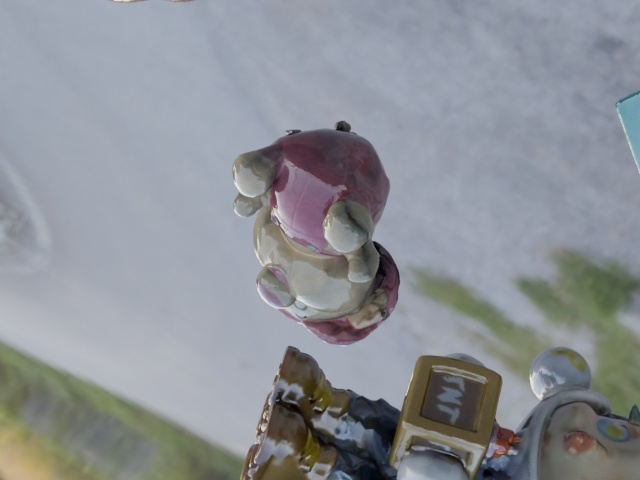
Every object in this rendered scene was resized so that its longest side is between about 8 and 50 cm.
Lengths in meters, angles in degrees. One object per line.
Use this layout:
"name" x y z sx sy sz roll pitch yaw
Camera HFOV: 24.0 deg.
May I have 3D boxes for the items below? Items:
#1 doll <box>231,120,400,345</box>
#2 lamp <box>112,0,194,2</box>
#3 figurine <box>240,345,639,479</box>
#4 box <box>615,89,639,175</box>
"doll" -0.004 0.001 1.600 0.256 0.152 0.196 91 158 -56
"lamp" -0.160 -0.372 1.408 0.305 0.305 0.239 34 -170 -10
"figurine" 0.142 0.178 1.127 0.382 0.261 0.186 19 149 -3
"box" 0.302 -0.049 0.807 0.245 0.153 0.092 -24 171 32
